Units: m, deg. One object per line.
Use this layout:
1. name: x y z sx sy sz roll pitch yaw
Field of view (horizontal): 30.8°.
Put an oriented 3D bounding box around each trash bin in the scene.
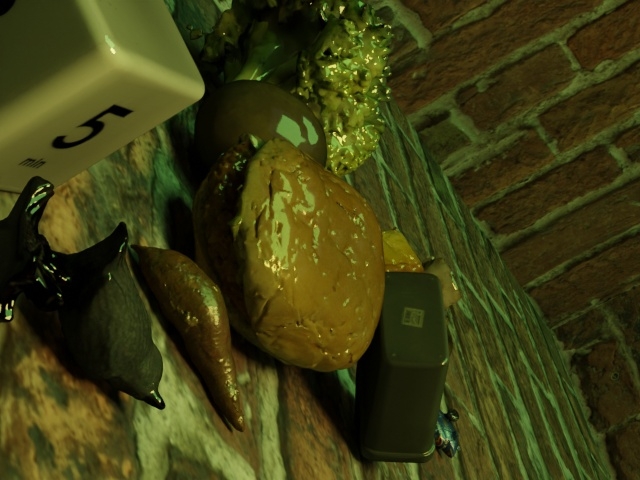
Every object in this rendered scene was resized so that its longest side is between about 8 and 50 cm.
1. trash bin: 0.104 0.174 1.504 0.176 0.101 0.236 -88 -177 -46

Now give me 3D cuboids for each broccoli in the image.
1. broccoli: -0.064 -0.225 1.715 0.293 0.347 0.281 26 38 23

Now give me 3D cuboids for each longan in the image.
1. longan: -0.080 -0.121 1.515 0.189 0.189 0.189 55 15 -22

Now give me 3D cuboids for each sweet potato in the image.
1. sweet potato: -0.118 0.089 1.187 0.226 0.068 0.068 61 14 -1

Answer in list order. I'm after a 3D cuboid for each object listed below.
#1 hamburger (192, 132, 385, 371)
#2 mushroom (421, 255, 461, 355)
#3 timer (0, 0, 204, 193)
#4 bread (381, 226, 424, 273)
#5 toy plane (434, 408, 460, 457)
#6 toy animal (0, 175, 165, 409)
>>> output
1. hamburger: -0.031 0.015 1.365 0.283 0.145 0.259 31 57 -43
2. mushroom: 0.135 0.101 1.818 0.226 0.178 0.226 -19 90 -75
3. timer: -0.245 -0.169 0.979 0.192 0.195 0.194 63 13 11
4. bread: 0.041 0.046 1.625 0.246 0.102 0.094 -1 52 -45
5. toy plane: 0.183 0.280 1.907 0.062 0.054 0.167 3 55 -43
6. toy animal: -0.175 0.047 0.967 0.210 0.117 0.121 47 13 -37
